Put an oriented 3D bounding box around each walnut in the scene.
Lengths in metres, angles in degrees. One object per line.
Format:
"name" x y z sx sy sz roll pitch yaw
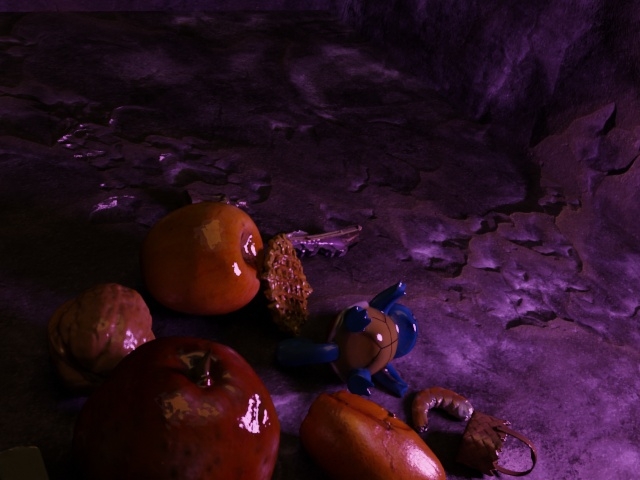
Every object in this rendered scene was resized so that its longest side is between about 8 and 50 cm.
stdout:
"walnut" -0.462 0.210 1.689 0.257 0.224 0.257 21 29 -12

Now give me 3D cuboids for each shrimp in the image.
"shrimp" 0.306 0.436 1.972 0.161 0.049 0.166 27 36 11

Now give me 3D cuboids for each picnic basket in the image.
"picnic basket" 0.428 0.496 1.881 0.179 0.128 0.138 15 34 20

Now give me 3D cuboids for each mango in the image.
"mango" 0.116 0.467 1.721 0.350 0.201 0.199 35 72 4

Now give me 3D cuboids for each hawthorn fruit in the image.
"hawthorn fruit" -0.256 0.349 1.476 0.403 0.402 0.402 15 35 -11

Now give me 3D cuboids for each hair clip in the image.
"hair clip" 0.000 0.000 2.372 0.292 0.084 0.106 -4 47 -26

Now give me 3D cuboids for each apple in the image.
"apple" -0.293 0.050 1.964 0.275 0.299 0.299 -18 29 20

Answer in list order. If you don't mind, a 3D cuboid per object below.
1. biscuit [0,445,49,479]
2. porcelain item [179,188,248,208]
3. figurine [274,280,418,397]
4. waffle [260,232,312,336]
"biscuit" -0.520 0.507 1.415 0.099 0.038 0.322 -1 39 -35
"porcelain item" -0.308 -0.108 2.359 0.216 0.069 0.081 0 35 -36
"figurine" 0.107 0.265 1.971 0.417 0.297 0.243 -9 1 -33
"waffle" -0.089 0.115 2.052 0.052 0.245 0.254 -12 33 20
